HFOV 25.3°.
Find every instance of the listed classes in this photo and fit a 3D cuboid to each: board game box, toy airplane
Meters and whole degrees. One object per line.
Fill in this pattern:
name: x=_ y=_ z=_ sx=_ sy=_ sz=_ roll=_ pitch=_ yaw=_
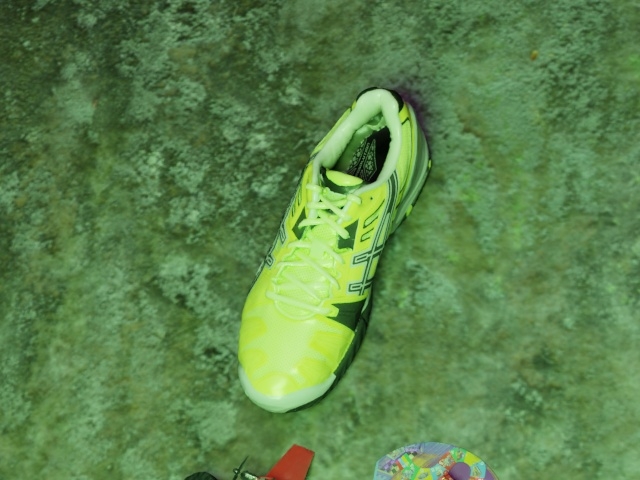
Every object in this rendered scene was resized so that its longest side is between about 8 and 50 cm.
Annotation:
board game box: x=0.109 y=0.280 z=1.446 sx=0.133 sy=0.033 sz=0.169 roll=5 pitch=65 yaw=15
toy airplane: x=-0.024 y=0.271 z=1.459 sx=0.151 sy=0.028 sz=0.151 roll=11 pitch=46 yaw=-11

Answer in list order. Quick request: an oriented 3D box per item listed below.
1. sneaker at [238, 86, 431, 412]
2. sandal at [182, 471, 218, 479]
sneaker: x=0.000 y=0.000 z=1.550 sx=0.145 sy=0.147 sz=0.385 roll=15 pitch=69 yaw=17
sandal: x=-0.159 y=0.431 z=1.367 sx=0.167 sy=0.107 sz=0.446 roll=-30 pitch=33 yaw=38
